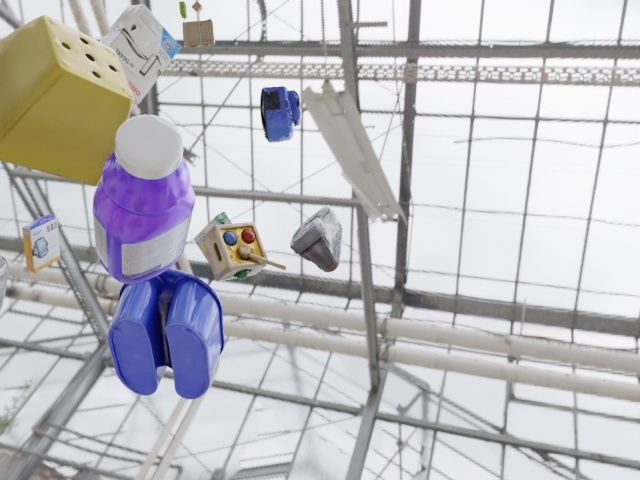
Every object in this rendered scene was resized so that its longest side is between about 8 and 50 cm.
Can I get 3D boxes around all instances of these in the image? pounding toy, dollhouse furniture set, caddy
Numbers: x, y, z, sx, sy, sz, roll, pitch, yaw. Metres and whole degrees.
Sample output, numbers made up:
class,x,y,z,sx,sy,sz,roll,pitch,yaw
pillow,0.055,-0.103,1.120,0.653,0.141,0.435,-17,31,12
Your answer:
class,x,y,z,sx,sy,sz,roll,pitch,yaw
pounding toy,-0.175,0.031,1.321,0.100,0.130,0.141,-37,-111,44
dollhouse furniture set,-0.292,-0.527,1.369,0.076,0.058,0.152,-6,-89,-1
caddy,-0.352,0.215,1.342,0.241,0.179,0.341,6,-50,0

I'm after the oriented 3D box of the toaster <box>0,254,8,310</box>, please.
class,x,y,z,sx,sy,sz,roll,pitch,yaw
toaster,-0.712,0.127,1.121,0.129,0.146,0.227,20,-75,-10

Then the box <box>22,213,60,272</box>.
class,x,y,z,sx,sy,sz,roll,pitch,yaw
box,-0.661,0.001,1.362,0.028,0.081,0.136,19,-59,17

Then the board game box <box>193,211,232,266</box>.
class,x,y,z,sx,sy,sz,roll,pitch,yaw
board game box,-0.325,0.008,1.848,0.136,0.035,0.201,57,-40,2

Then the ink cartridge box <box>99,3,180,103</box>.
class,x,y,z,sx,sy,sz,roll,pitch,yaw
ink cartridge box,-0.479,-0.472,1.466,0.085,0.203,0.148,14,-23,40

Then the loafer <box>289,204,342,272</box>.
class,x,y,z,sx,sy,sz,roll,pitch,yaw
loafer,0.000,0.000,1.225,0.109,0.302,0.095,-40,-84,11

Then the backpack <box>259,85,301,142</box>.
class,x,y,z,sx,sy,sz,roll,pitch,yaw
backpack,-0.095,-0.296,1.367,0.101,0.120,0.098,-4,-7,2

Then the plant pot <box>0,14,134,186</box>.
class,x,y,z,sx,sy,sz,roll,pitch,yaw
plant pot,-0.453,-0.255,1.002,0.187,0.212,0.212,-41,-30,21

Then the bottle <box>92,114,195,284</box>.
class,x,y,z,sx,sy,sz,roll,pitch,yaw
bottle,-0.212,-0.040,0.692,0.092,0.118,0.283,52,-29,10
